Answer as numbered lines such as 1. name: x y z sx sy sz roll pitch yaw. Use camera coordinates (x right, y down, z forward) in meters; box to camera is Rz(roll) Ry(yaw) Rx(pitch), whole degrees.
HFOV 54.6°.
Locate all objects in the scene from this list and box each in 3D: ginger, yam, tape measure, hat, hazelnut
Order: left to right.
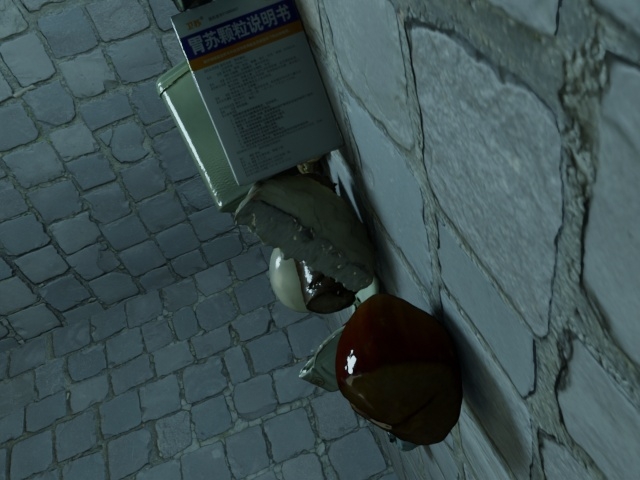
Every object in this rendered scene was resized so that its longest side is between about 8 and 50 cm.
1. ginger: -0.032 -0.204 1.338 0.259 0.065 0.149 76 173 -66
2. yam: -0.001 -0.001 1.259 0.131 0.131 0.280 80 177 -65
3. hat: 0.088 0.187 1.364 0.301 0.168 0.258 123 168 -57
4. hazelnut: 0.109 0.183 0.897 0.181 0.181 0.212 19 145 55
5. tape measure: 0.211 0.508 1.660 0.330 0.084 0.164 78 173 -52

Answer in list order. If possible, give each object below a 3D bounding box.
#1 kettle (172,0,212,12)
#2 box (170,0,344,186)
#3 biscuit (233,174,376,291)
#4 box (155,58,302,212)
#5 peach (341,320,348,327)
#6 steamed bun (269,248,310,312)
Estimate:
1. kettle: -0.359 -0.780 1.603 0.324 0.228 0.321 69 -158 -55
2. box: -0.108 -0.268 1.074 0.106 0.200 0.299 -133 21 -75
3. biscuit: -0.014 -0.038 1.132 0.281 0.084 0.179 28 -136 -22
4. box: -0.191 -0.254 1.536 0.344 0.177 0.352 65 -160 6
5. peach: 0.101 0.270 1.741 0.101 0.100 0.101 158 90 -84
6. steamed bun: -0.013 0.072 1.562 0.145 0.232 0.232 11 133 37
